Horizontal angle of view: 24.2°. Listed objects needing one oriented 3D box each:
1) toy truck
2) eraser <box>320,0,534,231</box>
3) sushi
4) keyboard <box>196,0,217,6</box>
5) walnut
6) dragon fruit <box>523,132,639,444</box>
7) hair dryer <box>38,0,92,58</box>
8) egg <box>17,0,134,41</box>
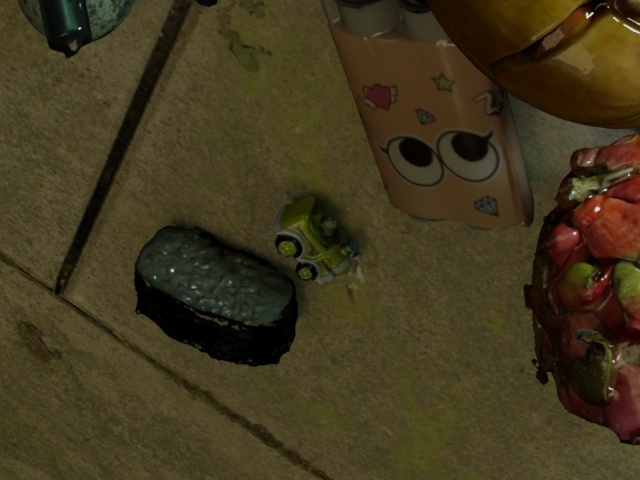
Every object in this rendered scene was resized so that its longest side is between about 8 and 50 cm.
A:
[{"bbox_3d":[0.000,0.000,1.802,0.077,0.076,0.111,-26,116,29],"label":"toy truck"},{"bbox_3d":[0.117,-0.143,1.517,0.171,0.087,0.290,8,138,30],"label":"eraser"},{"bbox_3d":[-0.138,0.081,1.952,0.225,0.124,0.127,24,143,14],"label":"sushi"},{"bbox_3d":[-0.158,-0.372,1.527,0.101,0.018,0.309,21,143,21],"label":"keyboard"},{"bbox_3d":[0.184,-0.229,1.274,0.336,0.209,0.209,37,148,22],"label":"walnut"},{"bbox_3d":[0.341,0.017,1.396,0.314,0.296,0.263,-153,50,-70],"label":"dragon fruit"},{"bbox_3d":[-0.304,-0.308,1.497,0.244,0.116,0.302,-26,70,46],"label":"hair dryer"},{"bbox_3d":[-0.268,-0.279,1.628,0.132,0.132,0.172,36,156,-3],"label":"egg"}]
